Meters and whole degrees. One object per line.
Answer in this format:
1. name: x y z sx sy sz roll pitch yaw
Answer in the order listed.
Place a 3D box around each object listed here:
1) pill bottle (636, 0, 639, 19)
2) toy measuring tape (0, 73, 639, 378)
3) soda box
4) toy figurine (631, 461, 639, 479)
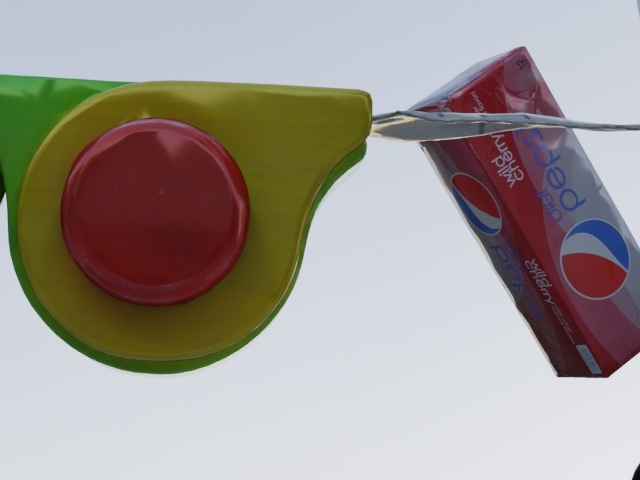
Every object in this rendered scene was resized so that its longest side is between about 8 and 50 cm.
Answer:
1. pill bottle: 0.286 -0.191 0.659 0.224 0.224 0.392 13 -21 -3
2. toy measuring tape: 0.000 0.000 0.606 0.330 0.121 0.121 2 -29 -4
3. soda box: 0.180 -0.020 1.256 0.263 0.092 0.083 58 -21 -9
4. toy figurine: 0.345 0.126 1.090 0.148 0.213 0.209 20 -16 -33
